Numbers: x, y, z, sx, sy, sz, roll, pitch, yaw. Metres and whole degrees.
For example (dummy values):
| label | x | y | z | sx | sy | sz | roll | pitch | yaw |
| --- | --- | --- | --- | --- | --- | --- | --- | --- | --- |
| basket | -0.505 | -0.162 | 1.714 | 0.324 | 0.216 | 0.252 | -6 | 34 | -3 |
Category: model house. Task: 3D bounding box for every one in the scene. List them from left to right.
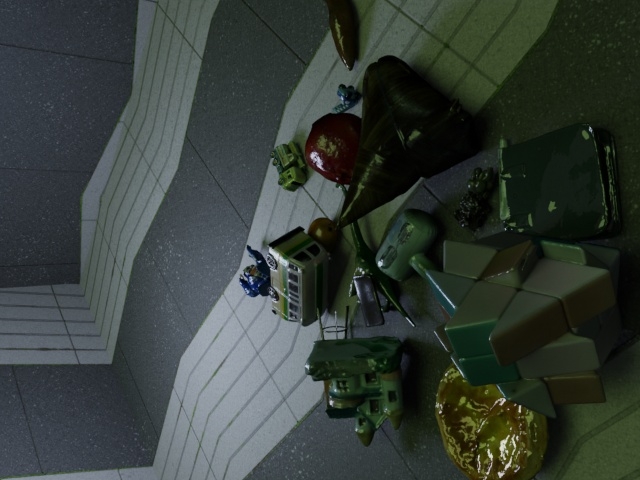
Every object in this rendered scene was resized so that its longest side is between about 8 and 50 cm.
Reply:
| label | x | y | z | sx | sy | sz | roll | pitch | yaw |
| --- | --- | --- | --- | --- | --- | --- | --- | --- | --- |
| model house | 0.114 | 0.456 | 1.852 | 0.267 | 0.194 | 0.325 | -5 | 102 | 10 |

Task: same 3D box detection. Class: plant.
| label | x | y | z | sx | sy | sz | roll | pitch | yaw |
| --- | --- | --- | --- | --- | --- | --- | --- | --- | --- |
| plant | 0.389 | -0.106 | 1.631 | 0.085 | 0.087 | 0.174 | 20 | 115 | 18 |

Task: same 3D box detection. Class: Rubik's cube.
| label | x | y | z | sx | sy | sz | roll | pitch | yaw |
| --- | --- | --- | --- | --- | --- | --- | --- | --- | --- |
| Rubik's cube | 0.415 | 0.148 | 1.352 | 0.387 | 0.368 | 0.358 | 11 | 139 | 46 |

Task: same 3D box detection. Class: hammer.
| label | x | y | z | sx | sy | sz | roll | pitch | yaw |
| --- | --- | --- | --- | --- | --- | --- | --- | --- | --- |
| hammer | 0.299 | 0.081 | 1.730 | 0.335 | 0.118 | 0.206 | 49 | 128 | 30 |

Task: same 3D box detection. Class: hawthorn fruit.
| label | x | y | z | sx | sy | sz | roll | pitch | yaw |
| --- | --- | --- | --- | --- | --- | --- | --- | --- | --- |
| hawthorn fruit | 0.089 | -0.251 | 1.889 | 0.266 | 0.230 | 0.210 | 41 | 94 | 25 |

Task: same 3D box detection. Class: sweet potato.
| label | x | y | z | sx | sy | sz | roll | pitch | yaw |
| --- | --- | --- | --- | --- | --- | --- | --- | --- | --- |
| sweet potato | 0.053 | -0.696 | 2.022 | 0.108 | 0.079 | 0.346 | -49 | 51 | 55 |

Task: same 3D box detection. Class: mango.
| label | x | y | z | sx | sy | sz | roll | pitch | yaw |
| --- | --- | --- | --- | --- | --- | --- | --- | --- | --- |
| mango | 0.002 | 0.001 | 2.105 | 0.111 | 0.089 | 0.163 | -127 | 40 | -50 |

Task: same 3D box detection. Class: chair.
| label | x | y | z | sx | sy | sz | roll | pitch | yaw |
| --- | --- | --- | --- | --- | --- | --- | --- | --- | --- |
| chair | 0.046 | 0.318 | 2.036 | 0.095 | 0.104 | 0.222 | -123 | 29 | -81 |

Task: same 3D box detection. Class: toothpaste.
| label | x | y | z | sx | sy | sz | roll | pitch | yaw |
| --- | --- | --- | --- | --- | --- | --- | --- | --- | --- |
| toothpaste | 0.452 | -0.149 | 1.583 | 0.048 | 0.029 | 0.197 | -4 | 91 | 39 |

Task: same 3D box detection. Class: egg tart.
| label | x | y | z | sx | sy | sz | roll | pitch | yaw |
| --- | --- | --- | --- | --- | --- | --- | --- | --- | --- |
| egg tart | 0.422 | 0.426 | 1.560 | 0.341 | 0.132 | 0.342 | 4 | 95 | 50 |

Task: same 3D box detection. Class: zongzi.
| label | x | y | z | sx | sy | sz | roll | pitch | yaw |
| --- | --- | --- | --- | --- | --- | --- | --- | --- | --- |
| zongzi | 0.135 | -0.268 | 1.722 | 0.432 | 0.208 | 0.403 | -36 | 51 | 2 |

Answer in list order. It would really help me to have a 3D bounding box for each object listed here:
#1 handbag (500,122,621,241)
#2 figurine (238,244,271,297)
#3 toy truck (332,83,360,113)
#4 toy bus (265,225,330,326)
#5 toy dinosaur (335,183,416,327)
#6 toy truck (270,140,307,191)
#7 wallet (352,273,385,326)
| label | x | y | z | sx | sy | sz | roll | pitch | yaw |
| --- | --- | --- | --- | --- | --- | --- | --- | --- | --- |
| handbag | 0.523 | -0.115 | 1.455 | 0.260 | 0.079 | 0.248 | -11 | 83 | 51 |
| figurine | -0.217 | 0.127 | 2.370 | 0.262 | 0.120 | 0.164 | 37 | 114 | 64 |
| toy truck | 0.076 | -0.429 | 2.005 | 0.056 | 0.073 | 0.090 | 54 | 129 | 36 |
| toy bus | -0.063 | 0.132 | 2.086 | 0.179 | 0.143 | 0.306 | 33 | 139 | 32 |
| toy dinosaur | 0.162 | 0.041 | 1.906 | 0.447 | 0.087 | 0.301 | 35 | 119 | 40 |
| toy truck | -0.104 | -0.260 | 2.237 | 0.100 | 0.077 | 0.169 | -33 | 62 | 32 |
| wallet | 0.139 | 0.173 | 1.877 | 0.082 | 0.018 | 0.157 | -16 | 92 | 48 |
